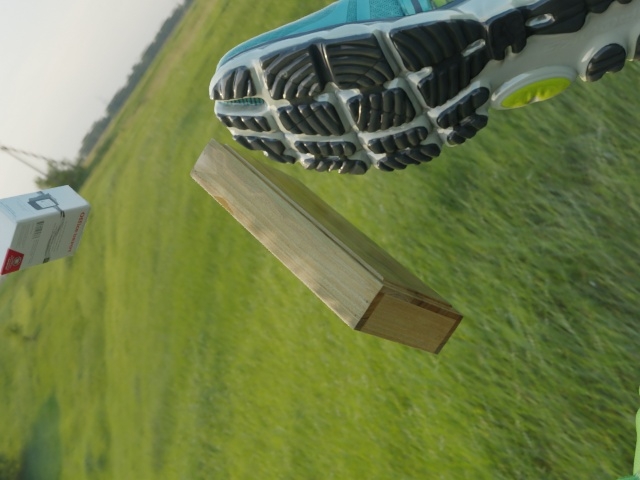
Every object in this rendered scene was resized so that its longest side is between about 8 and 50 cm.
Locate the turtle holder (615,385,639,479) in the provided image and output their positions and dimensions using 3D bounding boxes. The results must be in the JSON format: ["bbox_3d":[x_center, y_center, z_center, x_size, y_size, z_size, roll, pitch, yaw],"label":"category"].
[{"bbox_3d":[0.565,0.335,1.229,0.320,0.227,0.243,88,-166,-74],"label":"turtle holder"}]

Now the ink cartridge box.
[{"bbox_3d":[-0.457,-0.019,1.364,0.150,0.063,0.109,-21,-36,-55],"label":"ink cartridge box"}]

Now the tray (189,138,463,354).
[{"bbox_3d":[0.000,0.000,1.214,0.411,0.203,0.076,42,103,40],"label":"tray"}]

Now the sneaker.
[{"bbox_3d":[0.070,-0.121,0.473,0.275,0.107,0.110,-20,52,1],"label":"sneaker"}]
